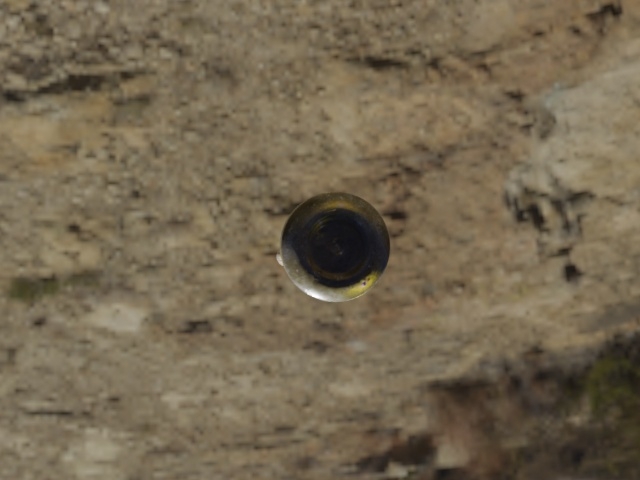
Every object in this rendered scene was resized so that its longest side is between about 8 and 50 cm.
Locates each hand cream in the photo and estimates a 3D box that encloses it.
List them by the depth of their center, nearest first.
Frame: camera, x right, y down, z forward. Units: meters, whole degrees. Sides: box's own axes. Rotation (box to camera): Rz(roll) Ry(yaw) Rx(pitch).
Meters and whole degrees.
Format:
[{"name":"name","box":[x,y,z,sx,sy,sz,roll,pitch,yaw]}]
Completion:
[{"name":"hand cream","box":[0.000,0.000,1.158,0.084,0.084,0.203,0,-177,-7]}]
